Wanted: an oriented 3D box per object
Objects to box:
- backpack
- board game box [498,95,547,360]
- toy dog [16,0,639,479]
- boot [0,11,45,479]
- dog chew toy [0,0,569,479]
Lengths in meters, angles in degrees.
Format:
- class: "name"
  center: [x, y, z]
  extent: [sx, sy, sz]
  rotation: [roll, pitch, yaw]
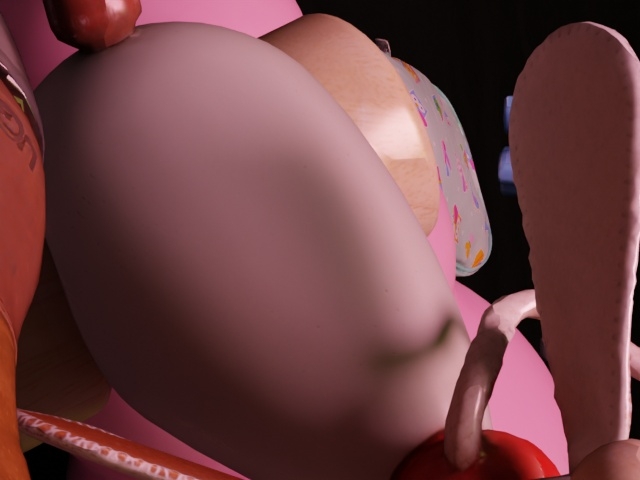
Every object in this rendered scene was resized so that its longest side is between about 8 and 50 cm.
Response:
- class: "backpack"
  center: [0.012, -0.025, 0.976]
  extent: [0.182, 0.115, 0.152]
  rotation: [25, 60, -70]
- class: "board game box"
  center: [0.113, 0.177, 1.096]
  extent: [0.390, 0.050, 0.390]
  rotation: [-81, 172, -49]
- class: "toy dog"
  center: [0.000, 0.000, 0.515]
  extent: [0.220, 0.334, 0.161]
  rotation: [-45, 131, -34]
- class: "boot"
  center: [-0.154, -0.005, 0.329]
  extent: [0.264, 0.096, 0.280]
  rotation: [35, 19, -29]
- class: "dog chew toy"
  center: [-0.029, 0.032, 0.759]
  extent: [0.332, 0.207, 0.206]
  rotation: [67, 27, -22]
